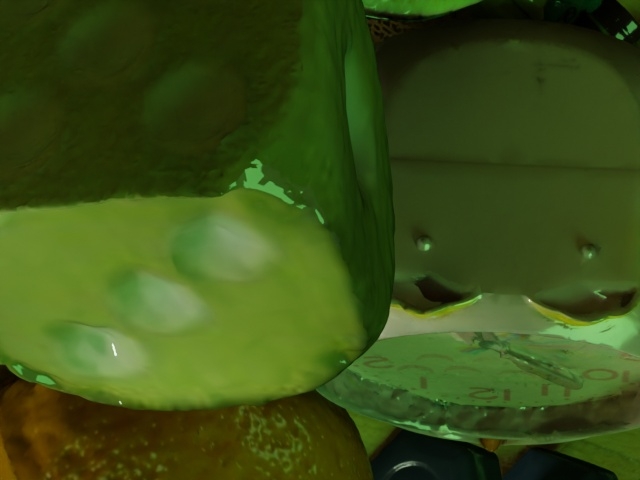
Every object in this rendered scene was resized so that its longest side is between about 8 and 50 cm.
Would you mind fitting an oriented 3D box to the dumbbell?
[{"bbox_3d":[0.180,0.277,1.866,0.143,0.156,0.316,-20,159,33],"label":"dumbbell"}]

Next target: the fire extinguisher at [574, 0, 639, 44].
[{"bbox_3d":[0.182,-0.125,1.453,0.158,0.043,0.064,-41,134,8],"label":"fire extinguisher"}]

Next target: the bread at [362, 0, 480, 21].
[{"bbox_3d":[0.079,-0.276,1.114,0.301,0.045,0.301,-17,127,-25],"label":"bread"}]

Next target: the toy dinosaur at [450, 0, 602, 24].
[{"bbox_3d":[0.153,-0.182,1.316,0.153,0.094,0.259,-36,152,-6],"label":"toy dinosaur"}]

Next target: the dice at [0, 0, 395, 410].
[{"bbox_3d":[-0.087,-0.052,1.060,0.233,0.227,0.238,-6,148,10],"label":"dice"}]

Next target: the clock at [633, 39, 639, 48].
[{"bbox_3d":[0.299,-0.110,1.525,0.231,0.103,0.144,-9,148,-38],"label":"clock"}]

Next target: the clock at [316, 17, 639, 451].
[{"bbox_3d":[0.132,0.007,1.346,0.368,0.250,0.376,3,158,5],"label":"clock"}]

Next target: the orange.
[{"bbox_3d":[-0.119,0.228,1.374,0.340,0.293,0.340,-17,147,-11],"label":"orange"}]
